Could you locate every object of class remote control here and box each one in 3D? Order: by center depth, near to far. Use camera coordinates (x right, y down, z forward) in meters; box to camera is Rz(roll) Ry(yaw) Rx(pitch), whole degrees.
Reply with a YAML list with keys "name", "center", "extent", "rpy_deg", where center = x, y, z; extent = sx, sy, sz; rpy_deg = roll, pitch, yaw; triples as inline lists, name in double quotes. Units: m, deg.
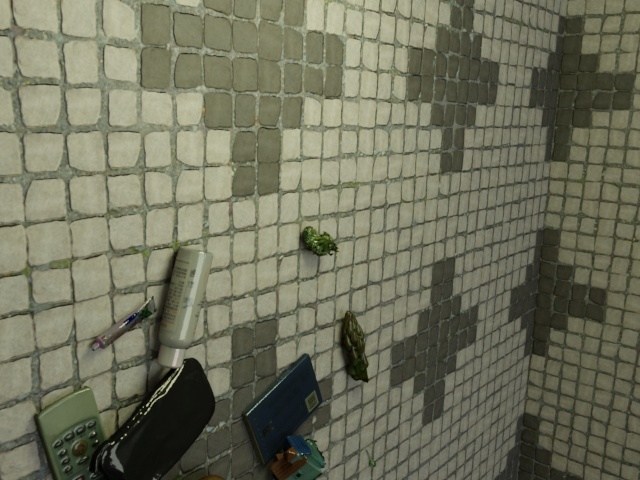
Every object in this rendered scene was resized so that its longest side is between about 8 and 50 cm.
- name: "remote control"
  center: [-0.489, 0.439, 1.287]
  extent: [0.123, 0.038, 0.285]
  rpy_deg: [-26, 118, -44]

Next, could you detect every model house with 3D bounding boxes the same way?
- name: "model house"
  center: [-0.081, 0.607, 1.757]
  extent: [0.148, 0.119, 0.149]
  rpy_deg: [-36, 132, -3]

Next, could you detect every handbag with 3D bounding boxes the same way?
- name: "handbag"
  center: [-0.358, 0.422, 1.392]
  extent: [0.332, 0.075, 0.192]
  rpy_deg: [-48, 135, -44]

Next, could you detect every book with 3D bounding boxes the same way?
- name: "book"
  center: [-0.100, 0.471, 1.783]
  extent: [0.269, 0.025, 0.191]
  rpy_deg: [-39, 127, -38]

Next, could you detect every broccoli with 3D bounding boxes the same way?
- name: "broccoli"
  center: [0.000, 0.000, 1.737]
  extent: [0.095, 0.092, 0.097]
  rpy_deg: [-16, 83, -49]

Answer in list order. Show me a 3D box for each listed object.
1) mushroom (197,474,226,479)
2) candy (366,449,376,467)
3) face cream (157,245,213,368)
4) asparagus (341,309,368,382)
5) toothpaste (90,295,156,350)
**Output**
- name: "mushroom"
  center: [-0.287, 0.692, 1.474]
  extent: [0.283, 0.195, 0.263]
  rpy_deg: [26, 80, -50]
- name: "candy"
  center: [0.174, 0.756, 2.198]
  extent: [0.025, 0.023, 0.083]
  rpy_deg: [-37, 116, -30]
- name: "face cream"
  center: [-0.306, 0.150, 1.405]
  extent: [0.082, 0.082, 0.269]
  rpy_deg: [14, 89, -51]
- name: "asparagus"
  center: [0.108, 0.343, 1.967]
  extent: [0.080, 0.080, 0.287]
  rpy_deg: [-31, 121, -42]
- name: "toothpaste"
  center: [-0.411, 0.178, 1.327]
  extent: [0.170, 0.028, 0.045]
  rpy_deg: [-40, 139, -42]
